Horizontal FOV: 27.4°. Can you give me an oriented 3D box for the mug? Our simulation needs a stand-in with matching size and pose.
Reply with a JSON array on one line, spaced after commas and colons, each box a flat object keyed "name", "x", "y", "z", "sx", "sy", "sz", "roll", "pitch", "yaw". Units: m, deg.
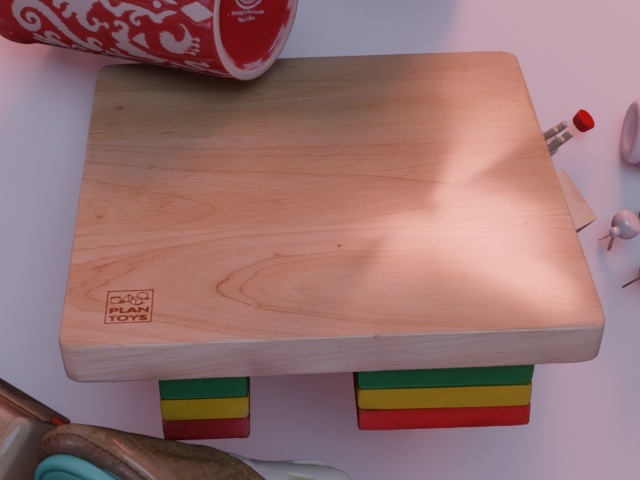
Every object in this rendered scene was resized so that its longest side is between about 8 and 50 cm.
[{"name": "mug", "x": -0.097, "y": -0.170, "z": 0.790, "sx": 0.169, "sy": 0.113, "sz": 0.150, "roll": 17, "pitch": 52, "yaw": 27}]

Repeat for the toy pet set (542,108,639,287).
[{"name": "toy pet set", "x": 0.157, "y": -0.009, "z": 0.841, "sx": 0.114, "sy": 0.065, "sz": 0.122, "roll": -22, "pitch": 76, "yaw": -50}]

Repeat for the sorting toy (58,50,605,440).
[{"name": "sorting toy", "x": 0.000, "y": 0.000, "z": 0.734, "sx": 0.257, "sy": 0.089, "sz": 0.255, "roll": -2, "pitch": 39, "yaw": -2}]

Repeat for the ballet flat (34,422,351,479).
[{"name": "ballet flat", "x": -0.002, "y": 0.197, "z": 0.683, "sx": 0.342, "sy": 0.116, "sz": 0.124, "roll": 50, "pitch": 54, "yaw": -10}]

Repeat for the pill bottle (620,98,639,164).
[{"name": "pill bottle", "x": 0.244, "y": -0.067, "z": 0.867, "sx": 0.083, "sy": 0.043, "sz": 0.043, "roll": 8, "pitch": 71, "yaw": -5}]

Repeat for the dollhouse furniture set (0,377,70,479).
[{"name": "dollhouse furniture set", "x": -0.236, "y": 0.189, "z": 0.692, "sx": 0.262, "sy": 0.135, "sz": 0.259, "roll": 31, "pitch": 81, "yaw": 3}]
